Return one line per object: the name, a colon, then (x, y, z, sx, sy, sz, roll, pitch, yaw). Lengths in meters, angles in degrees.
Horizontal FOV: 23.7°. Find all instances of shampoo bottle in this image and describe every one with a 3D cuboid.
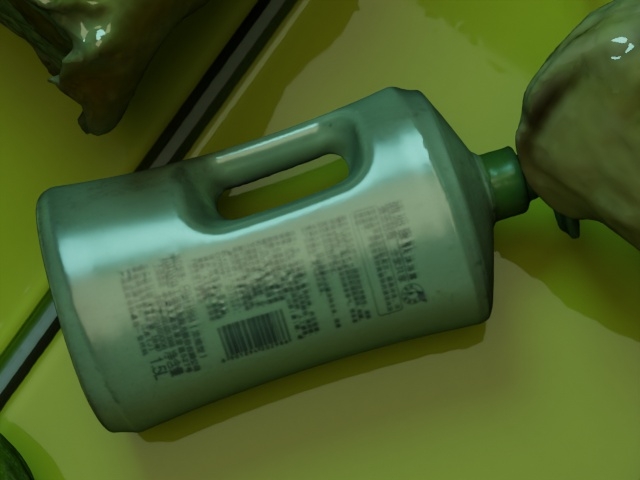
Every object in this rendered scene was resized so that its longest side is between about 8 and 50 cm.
shampoo bottle: (0.000, 0.000, 0.688, 0.234, 0.087, 0.118, -17, 79, 1)

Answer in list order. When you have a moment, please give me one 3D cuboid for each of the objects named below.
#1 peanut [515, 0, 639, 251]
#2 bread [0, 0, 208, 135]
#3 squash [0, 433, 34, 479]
peanut: (0.253, -0.050, 0.637, 0.340, 0.174, 0.158, -12, 93, 6)
bread: (-0.099, -0.210, 0.684, 0.238, 0.196, 0.252, 41, 87, 6)
squash: (-0.230, 0.069, 0.702, 0.239, 0.069, 0.069, 34, 84, 9)
